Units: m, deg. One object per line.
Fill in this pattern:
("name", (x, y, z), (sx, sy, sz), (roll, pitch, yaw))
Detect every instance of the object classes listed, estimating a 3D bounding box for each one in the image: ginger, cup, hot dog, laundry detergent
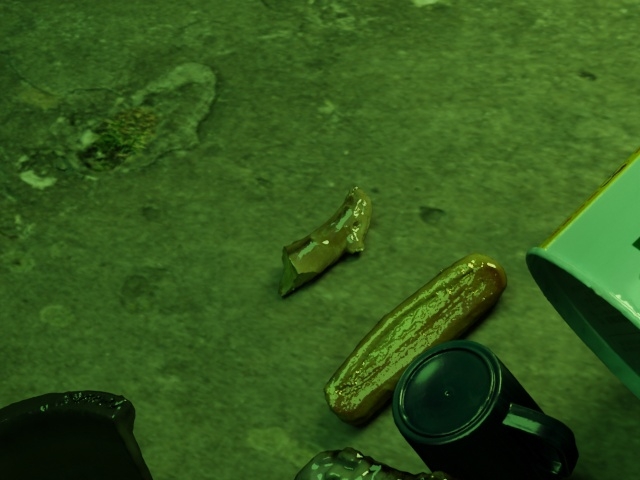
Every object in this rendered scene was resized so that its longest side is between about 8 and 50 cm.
("ginger", (0.003, 0.004, 1.918), (0.137, 0.044, 0.057), (-39, 27, -1))
("cup", (0.153, 0.161, 1.626), (0.150, 0.138, 0.113), (-18, 49, 21))
("hot dog", (0.089, 0.092, 1.787), (0.215, 0.047, 0.066), (-44, 81, -3))
("laundry detergent", (0.372, 0.005, 1.503), (0.305, 0.287, 0.287), (-45, 45, -4))

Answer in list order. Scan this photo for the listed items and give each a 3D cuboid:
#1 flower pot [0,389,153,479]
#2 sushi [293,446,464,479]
("flower pot", (-0.217, 0.357, 1.634), (0.379, 0.251, 0.379), (-16, 51, 20))
("sushi", (0.097, 0.296, 1.537), (0.343, 0.182, 0.196), (8, 66, 38))
